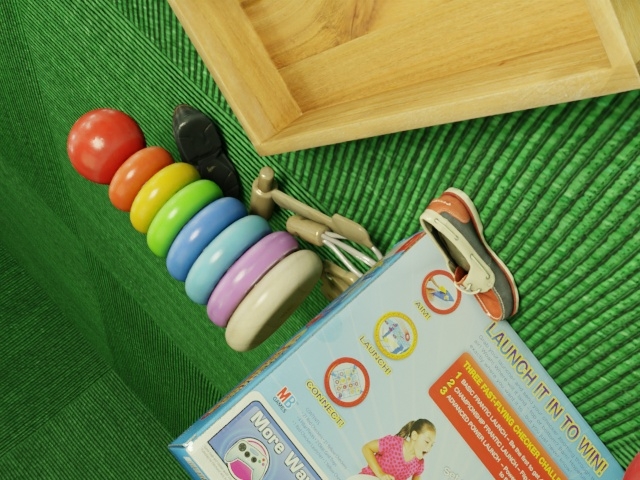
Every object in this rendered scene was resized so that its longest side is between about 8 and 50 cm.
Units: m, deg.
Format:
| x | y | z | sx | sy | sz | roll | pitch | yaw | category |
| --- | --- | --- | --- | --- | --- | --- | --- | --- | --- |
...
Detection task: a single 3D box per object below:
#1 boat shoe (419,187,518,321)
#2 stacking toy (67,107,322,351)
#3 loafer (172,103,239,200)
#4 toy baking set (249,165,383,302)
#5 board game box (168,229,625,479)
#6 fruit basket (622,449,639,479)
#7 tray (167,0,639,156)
| x | y | z | sx | sy | sz | roll | pitch | yaw | category |
| --- | --- | --- | --- | --- | --- | --- | --- | --- | --- |
| 0.130 | 0.020 | 0.660 | 0.049 | 0.043 | 0.137 | 4 | 129 | 54 | boat shoe |
| -0.158 | -0.030 | 0.867 | 0.330 | 0.141 | 0.141 | 42 | 153 | 10 | stacking toy |
| -0.144 | -0.095 | 0.946 | 0.061 | 0.062 | 0.170 | -127 | 22 | -47 | loafer |
| -0.005 | -0.004 | 0.868 | 0.196 | 0.030 | 0.256 | 39 | 159 | 11 | toy baking set |
| 0.079 | 0.200 | 0.682 | 0.308 | 0.302 | 0.086 | 52 | 155 | -2 | board game box |
| 0.235 | 0.212 | 0.422 | 0.165 | 0.353 | 0.327 | 20 | 143 | 19 | fruit basket |
| 0.027 | -0.180 | 0.529 | 0.410 | 0.076 | 0.203 | 2 | 127 | 59 | tray |
